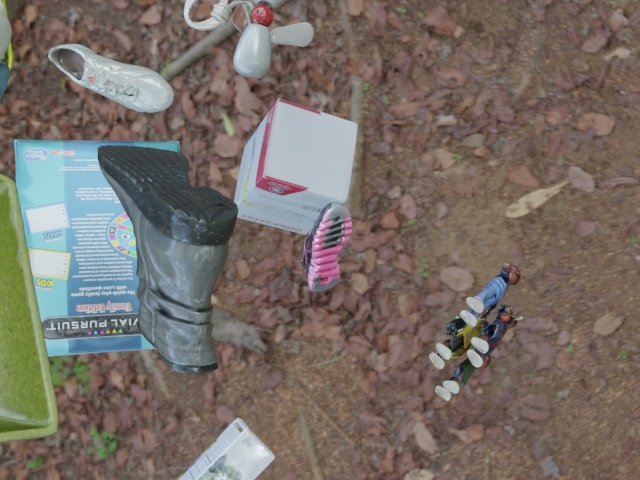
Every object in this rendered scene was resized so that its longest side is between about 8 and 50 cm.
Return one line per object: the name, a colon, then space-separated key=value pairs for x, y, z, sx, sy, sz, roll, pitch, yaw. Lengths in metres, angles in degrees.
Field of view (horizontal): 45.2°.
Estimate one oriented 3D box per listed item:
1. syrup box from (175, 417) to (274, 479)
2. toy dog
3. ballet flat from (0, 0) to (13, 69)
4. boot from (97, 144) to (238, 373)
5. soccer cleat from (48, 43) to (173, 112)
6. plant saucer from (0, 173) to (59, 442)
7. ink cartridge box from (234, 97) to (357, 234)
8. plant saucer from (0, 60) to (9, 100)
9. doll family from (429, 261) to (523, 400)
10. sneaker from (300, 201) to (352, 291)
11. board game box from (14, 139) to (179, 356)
syrup box: x=-0.217 y=0.498 z=1.619 sx=0.093 sy=0.237 sz=0.096 roll=48 pitch=166 yaw=-14
toy dog: x=-0.100 y=-0.484 z=1.541 sx=0.220 sy=0.161 sz=0.334 roll=36 pitch=87 yaw=6
ballet flat: x=-0.360 y=-0.276 z=0.806 sx=0.077 sy=0.077 sz=0.231 roll=36 pitch=135 yaw=31
boot: x=-0.157 y=0.010 z=0.718 sx=0.246 sy=0.083 sz=0.161 roll=39 pitch=124 yaw=51
soccer cleat: x=-0.314 y=-0.241 z=1.148 sx=0.196 sy=0.076 sz=0.068 roll=24 pitch=107 yaw=11
plant saucer: x=-0.265 y=0.041 z=0.451 sx=0.045 sy=0.188 sz=0.188 roll=-36 pitch=63 yaw=36
ink cartridge box: x=-0.042 y=-0.102 z=1.140 sx=0.176 sy=0.128 sz=0.128 roll=142 pitch=139 yaw=-63
plant saucer: x=-0.425 y=-0.063 z=0.757 sx=0.043 sy=0.318 sz=0.317 roll=37 pitch=123 yaw=-14
doll family: x=0.197 y=0.107 z=0.940 sx=0.076 sy=0.111 sz=0.193 roll=47 pitch=136 yaw=18
sneaker: x=0.000 y=0.000 z=0.863 sx=0.057 sy=0.047 sz=0.119 roll=-121 pitch=35 yaw=-42
board game box: x=-0.351 y=0.012 z=1.232 sx=0.079 sy=0.253 sz=0.336 roll=158 pitch=109 yaw=-72
